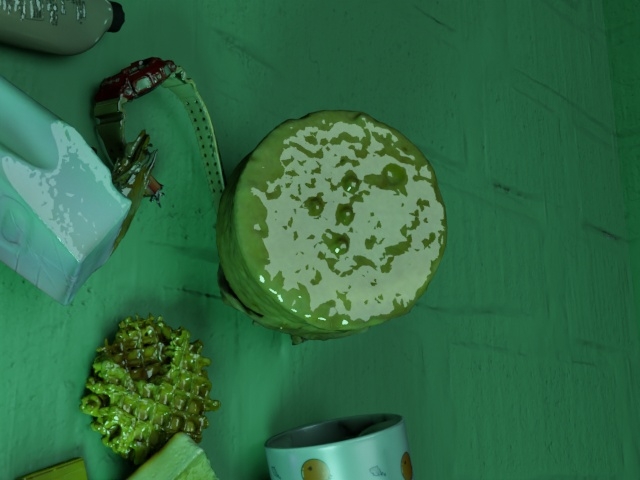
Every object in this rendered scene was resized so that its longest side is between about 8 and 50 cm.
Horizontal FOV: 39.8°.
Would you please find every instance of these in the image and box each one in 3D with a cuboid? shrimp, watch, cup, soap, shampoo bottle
[{"bbox_3d":[-0.299,-0.058,1.142,0.133,0.053,0.236,34,77,-12],"label":"shrimp"},{"bbox_3d":[-0.220,-0.127,1.269,0.165,0.102,0.268,-31,111,-41],"label":"watch"},{"bbox_3d":[0.048,0.436,1.306,0.212,0.212,0.317,-6,85,-49],"label":"cup"},{"bbox_3d":[-0.374,-0.088,0.993,0.324,0.193,0.109,38,52,-2],"label":"soap"},{"bbox_3d":[-0.368,-0.305,1.147,0.257,0.078,0.127,-5,78,-47],"label":"shampoo bottle"}]

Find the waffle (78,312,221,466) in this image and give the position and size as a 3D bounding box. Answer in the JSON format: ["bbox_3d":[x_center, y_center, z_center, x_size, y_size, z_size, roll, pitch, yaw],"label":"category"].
[{"bbox_3d":[-0.223,0.199,1.173,0.197,0.070,0.193,55,45,-23],"label":"waffle"}]

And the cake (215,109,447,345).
[{"bbox_3d":[-0.008,-0.004,1.329,0.333,0.321,0.332,4,76,-17],"label":"cake"}]

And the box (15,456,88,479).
[{"bbox_3d":[-0.311,0.350,1.067,0.087,0.023,0.155,-9,86,-47],"label":"box"}]

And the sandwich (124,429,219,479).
[{"bbox_3d":[-0.202,0.351,1.137,0.162,0.058,0.193,-41,146,-22],"label":"sandwich"}]
